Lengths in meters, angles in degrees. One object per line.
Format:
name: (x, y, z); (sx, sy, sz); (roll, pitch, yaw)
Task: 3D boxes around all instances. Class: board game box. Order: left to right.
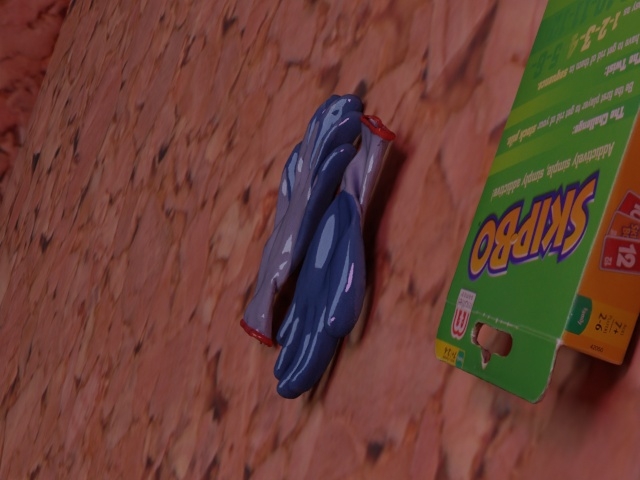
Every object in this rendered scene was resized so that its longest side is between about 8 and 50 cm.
board game box: (0.115, -0.064, 0.748); (0.259, 0.039, 0.124); (-69, 17, 0)

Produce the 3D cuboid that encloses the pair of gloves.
pair of gloves: (0.000, 0.000, 1.056); (0.198, 0.023, 0.159); (-138, 66, -72)
